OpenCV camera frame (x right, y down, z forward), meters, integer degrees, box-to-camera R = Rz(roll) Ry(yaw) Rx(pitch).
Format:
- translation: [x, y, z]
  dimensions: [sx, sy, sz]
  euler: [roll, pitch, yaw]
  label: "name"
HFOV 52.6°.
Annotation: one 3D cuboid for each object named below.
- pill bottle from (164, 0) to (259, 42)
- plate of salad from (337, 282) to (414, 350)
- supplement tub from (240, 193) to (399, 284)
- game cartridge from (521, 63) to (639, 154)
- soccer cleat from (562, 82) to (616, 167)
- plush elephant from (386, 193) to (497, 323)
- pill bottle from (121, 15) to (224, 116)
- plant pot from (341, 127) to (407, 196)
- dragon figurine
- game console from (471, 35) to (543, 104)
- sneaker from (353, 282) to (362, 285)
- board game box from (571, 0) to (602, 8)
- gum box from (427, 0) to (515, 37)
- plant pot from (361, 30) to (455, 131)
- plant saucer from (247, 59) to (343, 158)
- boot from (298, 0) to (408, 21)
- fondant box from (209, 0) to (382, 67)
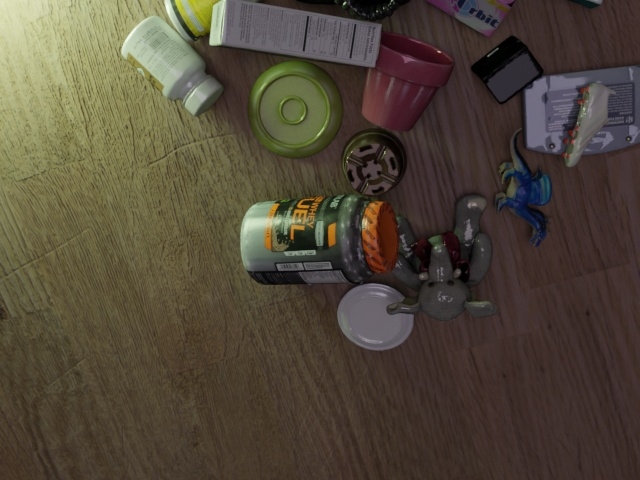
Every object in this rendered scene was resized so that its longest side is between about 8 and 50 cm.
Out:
- translation: [-0.246, -0.563, 1.516]
  dimensions: [0.209, 0.119, 0.119]
  euler: [-24, 100, 12]
  label: "pill bottle"
- translation: [0.144, 0.197, 1.692]
  dimensions: [0.200, 0.048, 0.199]
  euler: [5, 114, 11]
  label: "plate of salad"
- translation: [0.000, 0.000, 1.525]
  dimensions: [0.338, 0.207, 0.207]
  euler: [-3, 104, 24]
  label: "supplement tub"
- translation: [0.624, -0.300, 1.518]
  dimensions: [0.295, 0.060, 0.195]
  euler: [-4, 99, 8]
  label: "game cartridge"
- translation: [0.611, -0.258, 1.472]
  dimensions: [0.076, 0.068, 0.196]
  euler: [14, 102, 0]
  label: "soccer cleat"
- translation: [0.285, 0.080, 1.541]
  dimensions: [0.272, 0.255, 0.329]
  euler: [-7, 103, 8]
  label: "plush elephant"
- translation: [-0.350, -0.413, 1.558]
  dimensions: [0.229, 0.131, 0.131]
  euler: [44, 104, -5]
  label: "pill bottle"
- translation: [0.125, -0.180, 1.544]
  dimensions: [0.167, 0.165, 0.166]
  euler: [1, 103, 6]
  label: "plant pot"
- translation: [0.499, -0.130, 1.549]
  dimensions: [0.144, 0.085, 0.289]
  euler: [4, 111, 4]
  label: "dragon figurine"
- translation: [0.433, -0.398, 1.511]
  dimensions: [0.122, 0.107, 0.071]
  euler: [-37, 131, 13]
  label: "game console"
- translation: [0.064, 0.087, 1.677]
  dimensions: [0.109, 0.044, 0.040]
  euler: [16, 106, 4]
  label: "sneaker"
- translation: [0.499, -0.691, 1.424]
  dimensions: [0.336, 0.079, 0.253]
  euler: [19, 105, 1]
  label: "board game box"
- translation: [0.333, -0.553, 1.453]
  dimensions: [0.188, 0.107, 0.062]
  euler: [30, 68, -1]
  label: "gum box"
- translation: [0.181, -0.359, 1.491]
  dimensions: [0.201, 0.201, 0.180]
  euler: [20, 120, 1]
  label: "plant pot"
- translation: [-0.065, -0.320, 1.597]
  dimensions: [0.241, 0.037, 0.240]
  euler: [1, 104, 6]
  label: "plant saucer"
- translation: [0.030, -0.558, 1.388]
  dimensions: [0.348, 0.260, 0.131]
  euler: [9, 119, 17]
  label: "boot"
- translation: [-0.064, -0.447, 1.412]
  dimensions: [0.331, 0.238, 0.096]
  euler: [5, 105, -17]
  label: "fondant box"
